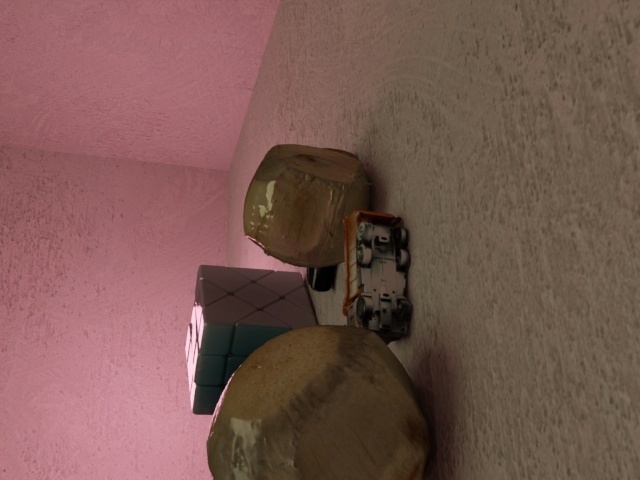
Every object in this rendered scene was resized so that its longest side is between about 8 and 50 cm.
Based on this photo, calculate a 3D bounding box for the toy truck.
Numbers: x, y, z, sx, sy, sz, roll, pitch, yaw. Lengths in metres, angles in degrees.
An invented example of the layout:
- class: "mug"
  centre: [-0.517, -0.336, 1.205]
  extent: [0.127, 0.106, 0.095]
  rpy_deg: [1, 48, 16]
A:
- class: "toy truck"
  centre: [0.104, 0.069, 1.649]
  extent: [0.135, 0.114, 0.270]
  rpy_deg: [131, 143, -62]

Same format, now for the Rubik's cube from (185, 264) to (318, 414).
- class: "Rubik's cube"
  centre: [-0.205, 0.285, 2.400]
  extent: [0.318, 0.322, 0.315]
  rpy_deg: [-111, 31, -59]

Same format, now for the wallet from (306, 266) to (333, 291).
- class: "wallet"
  centre: [0.000, 0.000, 2.229]
  extent: [0.262, 0.072, 0.220]
  rpy_deg: [-125, 37, -74]

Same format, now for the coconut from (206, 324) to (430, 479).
- class: "coconut"
  centre: [0.017, 0.354, 1.427]
  extent: [0.345, 0.416, 0.415]
  rpy_deg: [28, 114, 56]

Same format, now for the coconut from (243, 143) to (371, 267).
- class: "coconut"
  centre: [-0.032, -0.068, 1.903]
  extent: [0.297, 0.297, 0.254]
  rpy_deg: [-118, 38, -66]

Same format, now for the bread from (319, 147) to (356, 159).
- class: "bread"
  centre: [0.027, -0.178, 2.078]
  extent: [0.125, 0.106, 0.082]
  rpy_deg: [107, 156, -53]

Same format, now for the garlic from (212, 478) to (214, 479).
- class: "garlic"
  centre: [-0.243, 0.756, 2.398]
  extent: [0.245, 0.231, 0.340]
  rpy_deg: [-62, -21, 14]
